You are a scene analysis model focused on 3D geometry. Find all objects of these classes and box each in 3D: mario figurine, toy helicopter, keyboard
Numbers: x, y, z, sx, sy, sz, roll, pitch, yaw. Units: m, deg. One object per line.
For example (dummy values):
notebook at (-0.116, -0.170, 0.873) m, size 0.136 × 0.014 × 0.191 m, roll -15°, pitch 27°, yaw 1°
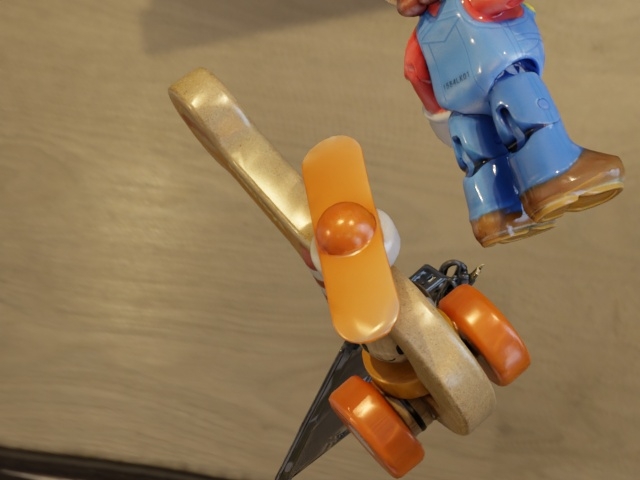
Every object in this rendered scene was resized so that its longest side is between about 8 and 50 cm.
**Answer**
mario figurine at (0.145, -0.169, 1.231) m, size 0.198 × 0.170 × 0.320 m, roll -22°, pitch 83°, yaw 19°
toy helicopter at (0.000, 0.000, 1.171) m, size 0.140 × 0.235 × 0.355 m, roll -40°, pitch 72°, yaw -6°
keyboard at (0.053, 0.110, 1.477) m, size 0.201 × 0.317 × 0.033 m, roll -34°, pitch 74°, yaw -29°
